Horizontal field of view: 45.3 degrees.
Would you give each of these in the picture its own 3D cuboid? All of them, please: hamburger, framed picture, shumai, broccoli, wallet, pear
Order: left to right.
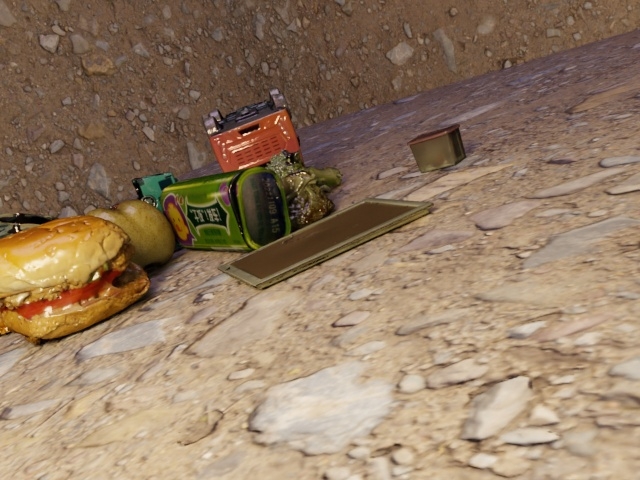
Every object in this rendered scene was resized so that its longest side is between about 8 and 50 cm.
[{"bbox_3d":[-0.634,-0.009,1.790,0.176,0.075,0.250,-5,-13,44],"label":"wallet"},{"bbox_3d":[-0.388,0.049,1.164,0.244,0.163,0.244,-20,10,3],"label":"hamburger"},{"bbox_3d":[-0.351,-0.001,1.389,0.167,0.137,0.167,-30,-6,-3],"label":"pear"},{"bbox_3d":[-0.040,-0.070,1.298,0.098,0.087,0.123,-8,18,42],"label":"shumai"},{"bbox_3d":[-0.021,-0.117,1.491,0.122,0.118,0.204,-26,-9,35],"label":"broccoli"},{"bbox_3d":[0.000,0.000,1.088,0.273,0.016,0.216,-25,13,-16],"label":"framed picture"}]

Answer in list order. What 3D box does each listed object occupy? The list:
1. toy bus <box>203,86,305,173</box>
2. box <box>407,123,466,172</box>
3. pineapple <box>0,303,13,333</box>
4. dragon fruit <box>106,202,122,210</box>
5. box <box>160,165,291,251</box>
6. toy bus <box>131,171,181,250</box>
[{"bbox_3d":[-0.148,-0.231,1.884,0.203,0.233,0.427,-20,14,0],"label":"toy bus"},{"bbox_3d":[0.206,-0.160,1.343,0.084,0.063,0.060,-13,12,36],"label":"box"},{"bbox_3d":[-0.519,0.117,1.373,0.221,0.047,0.221,-20,13,5],"label":"pineapple"},{"bbox_3d":[-0.443,-0.035,1.767,0.130,0.121,0.142,-52,42,0],"label":"dragon fruit"},{"bbox_3d":[-0.170,-0.050,1.320,0.097,0.134,0.345,-24,11,-27],"label":"box"},{"bbox_3d":[-0.311,-0.059,1.531,0.091,0.160,0.079,-23,12,-20],"label":"toy bus"}]
